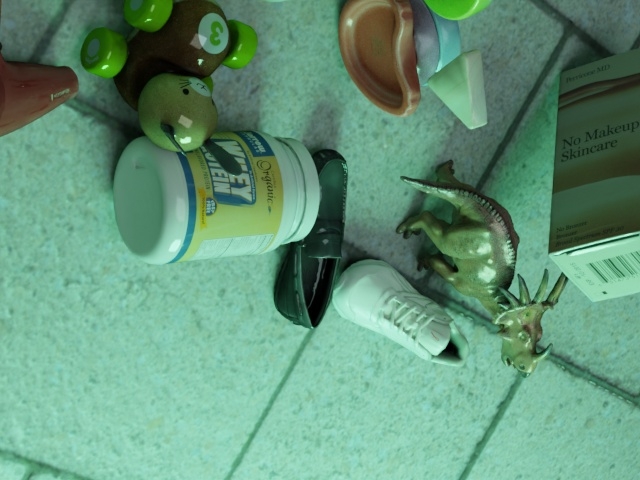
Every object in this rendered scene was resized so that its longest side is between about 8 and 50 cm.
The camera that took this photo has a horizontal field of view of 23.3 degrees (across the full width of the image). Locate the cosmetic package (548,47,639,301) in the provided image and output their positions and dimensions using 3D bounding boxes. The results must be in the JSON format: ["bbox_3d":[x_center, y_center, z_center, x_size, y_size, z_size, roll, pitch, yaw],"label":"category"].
[{"bbox_3d":[0.391,-0.088,1.999,0.129,0.153,0.296,42,44,-39],"label":"cosmetic package"}]

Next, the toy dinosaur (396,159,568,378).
[{"bbox_3d":[0.216,0.014,1.983,0.127,0.200,0.296,-40,127,-15],"label":"toy dinosaur"}]

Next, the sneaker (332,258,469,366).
[{"bbox_3d":[0.115,0.098,2.003,0.232,0.115,0.090,27,94,-40],"label":"sneaker"}]

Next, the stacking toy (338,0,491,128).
[{"bbox_3d":[0.140,-0.290,1.745,0.130,0.279,0.309,-20,124,-29],"label":"stacking toy"}]

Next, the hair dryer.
[{"bbox_3d":[-0.327,-0.197,1.536,0.224,0.080,0.293,-56,151,-8],"label":"hair dryer"}]

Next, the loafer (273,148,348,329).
[{"bbox_3d":[0.000,0.000,1.900,0.076,0.078,0.223,0,110,-36],"label":"loafer"}]

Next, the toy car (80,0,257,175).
[{"bbox_3d":[-0.141,-0.153,1.638,0.155,0.188,0.149,19,129,-44],"label":"toy car"}]

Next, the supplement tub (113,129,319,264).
[{"bbox_3d":[-0.117,-0.051,1.750,0.199,0.144,0.144,-6,114,-34],"label":"supplement tub"}]
